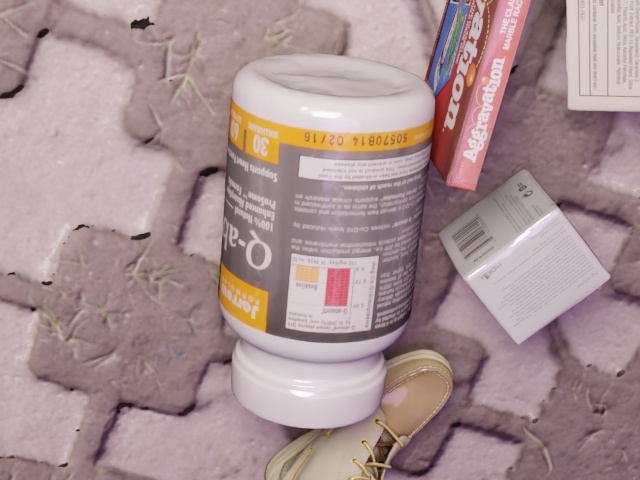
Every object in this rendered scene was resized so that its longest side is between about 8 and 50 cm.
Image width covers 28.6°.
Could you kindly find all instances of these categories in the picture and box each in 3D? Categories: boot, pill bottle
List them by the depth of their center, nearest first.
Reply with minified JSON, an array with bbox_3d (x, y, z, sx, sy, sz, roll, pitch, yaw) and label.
[{"bbox_3d":[0.000,0.000,1.020,0.162,0.162,0.279,2,112,-9],"label":"pill bottle"},{"bbox_3d":[0.044,0.203,1.107,0.213,0.165,0.077,-40,113,11],"label":"boot"}]

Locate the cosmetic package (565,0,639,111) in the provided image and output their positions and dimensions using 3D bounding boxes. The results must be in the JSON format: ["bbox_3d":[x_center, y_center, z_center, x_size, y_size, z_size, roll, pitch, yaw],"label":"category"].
[{"bbox_3d":[0.345,-0.186,0.949,0.309,0.113,0.160,4,121,16],"label":"cosmetic package"}]

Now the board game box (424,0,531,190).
[{"bbox_3d":[0.130,-0.193,0.966,0.027,0.145,0.281,10,110,-12],"label":"board game box"}]

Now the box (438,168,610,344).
[{"bbox_3d":[0.173,0.013,1.082,0.102,0.101,0.087,-37,113,8],"label":"box"}]
